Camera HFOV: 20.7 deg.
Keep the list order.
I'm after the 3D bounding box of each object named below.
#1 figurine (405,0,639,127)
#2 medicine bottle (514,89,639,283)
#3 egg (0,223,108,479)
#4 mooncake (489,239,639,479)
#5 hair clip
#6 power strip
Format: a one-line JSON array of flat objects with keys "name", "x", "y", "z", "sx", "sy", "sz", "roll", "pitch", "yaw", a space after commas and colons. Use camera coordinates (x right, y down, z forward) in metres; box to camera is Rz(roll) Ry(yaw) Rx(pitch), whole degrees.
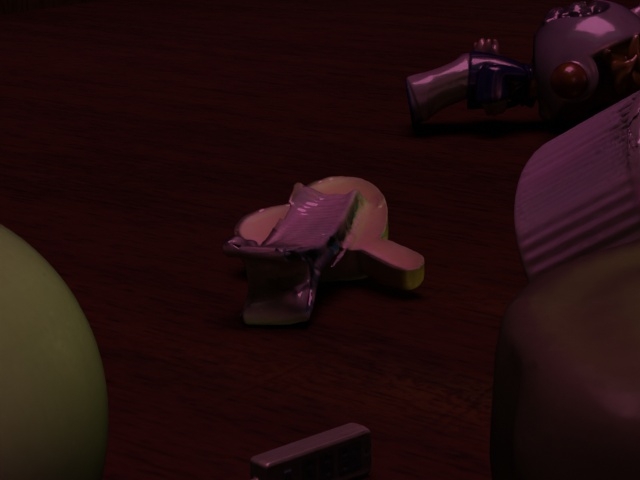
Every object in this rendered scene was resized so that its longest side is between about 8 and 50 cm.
[{"name": "figurine", "x": 0.227, "y": -0.179, "z": 1.874, "sx": 0.274, "sy": 0.133, "sz": 0.194, "roll": -10, "pitch": -2, "yaw": 26}, {"name": "medicine bottle", "x": 0.291, "y": -0.060, "z": 0.960, "sx": 0.395, "sy": 0.242, "sz": 0.242, "roll": -23, "pitch": -2, "yaw": 40}, {"name": "egg", "x": -0.193, "y": 0.084, "z": 0.743, "sx": 0.203, "sy": 0.203, "sz": 0.282, "roll": -2, "pitch": 16, "yaw": 0}, {"name": "mooncake", "x": 0.207, "y": 0.094, "z": 0.798, "sx": 0.275, "sy": 0.135, "sz": 0.275, "roll": 0, "pitch": 18, "yaw": 0}, {"name": "hair clip", "x": 0.003, "y": 0.002, "z": 1.301, "sx": 0.159, "sy": 0.071, "sz": 0.218, "roll": 5, "pitch": 21, "yaw": 15}, {"name": "power strip", "x": -0.006, "y": 0.120, "z": 0.931, "sx": 0.083, "sy": 0.027, "sz": 0.017, "roll": -15, "pitch": 20, "yaw": -35}]
